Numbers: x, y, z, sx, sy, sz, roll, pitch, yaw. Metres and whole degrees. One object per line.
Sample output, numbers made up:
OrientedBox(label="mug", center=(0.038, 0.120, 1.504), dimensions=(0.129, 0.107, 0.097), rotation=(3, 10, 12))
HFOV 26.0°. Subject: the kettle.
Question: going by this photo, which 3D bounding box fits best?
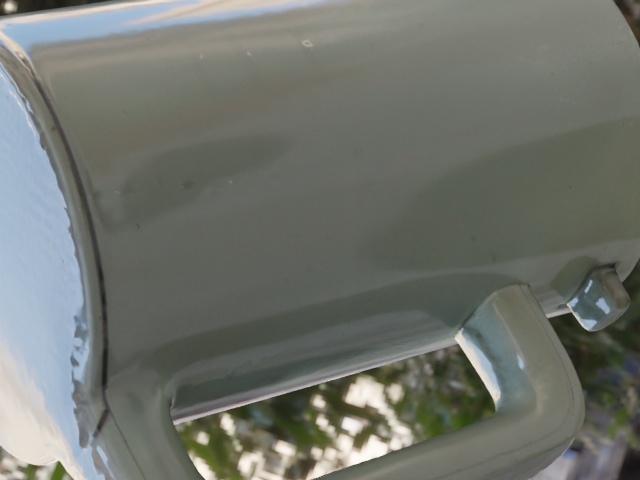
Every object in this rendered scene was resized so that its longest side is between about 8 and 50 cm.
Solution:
OrientedBox(label="kettle", center=(-0.009, -0.001, 0.664), dimensions=(0.318, 0.205, 0.265), rotation=(-13, -90, -34))
